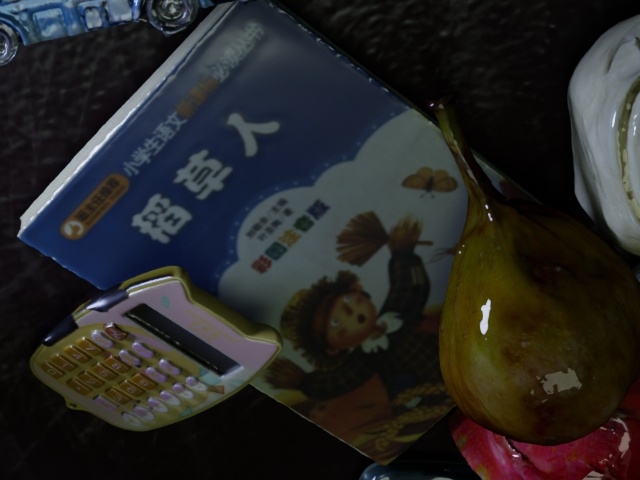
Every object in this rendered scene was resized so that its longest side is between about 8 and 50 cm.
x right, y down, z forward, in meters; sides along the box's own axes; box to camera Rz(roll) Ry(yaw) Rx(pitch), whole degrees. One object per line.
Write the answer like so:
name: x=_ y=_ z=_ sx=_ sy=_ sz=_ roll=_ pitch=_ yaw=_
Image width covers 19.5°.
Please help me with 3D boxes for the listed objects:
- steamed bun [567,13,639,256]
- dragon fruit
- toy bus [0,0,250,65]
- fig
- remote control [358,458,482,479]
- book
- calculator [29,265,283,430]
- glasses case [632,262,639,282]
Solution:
steamed bun: x=0.356 y=-0.092 z=1.490 sx=0.289 sy=0.203 sz=0.276 roll=-11 pitch=124 yaw=-1
dragon fruit: x=0.266 y=0.187 z=1.709 sx=0.262 sy=0.189 sz=0.163 roll=12 pitch=151 yaw=-20
toy bus: x=-0.181 y=-0.220 z=1.394 sx=0.297 sy=0.106 sz=0.131 roll=-12 pitch=122 yaw=-2
fig: x=0.181 y=0.020 z=1.528 sx=0.191 sy=0.190 sz=0.290 roll=-4 pitch=106 yaw=-5
remote control: x=0.143 y=0.247 z=1.780 sx=0.222 sy=0.042 sz=0.072 roll=6 pitch=124 yaw=-12
book: x=0.000 y=0.000 z=1.600 sx=0.428 sy=0.039 sz=0.300 roll=34 pitch=113 yaw=-26
calculator: x=-0.149 y=0.097 z=1.616 sx=0.157 sy=0.033 sz=0.236 roll=35 pitch=133 yaw=-27
glasses case: x=0.353 y=0.077 z=1.693 sx=0.193 sy=0.049 sz=0.074 roll=32 pitch=114 yaw=-26
